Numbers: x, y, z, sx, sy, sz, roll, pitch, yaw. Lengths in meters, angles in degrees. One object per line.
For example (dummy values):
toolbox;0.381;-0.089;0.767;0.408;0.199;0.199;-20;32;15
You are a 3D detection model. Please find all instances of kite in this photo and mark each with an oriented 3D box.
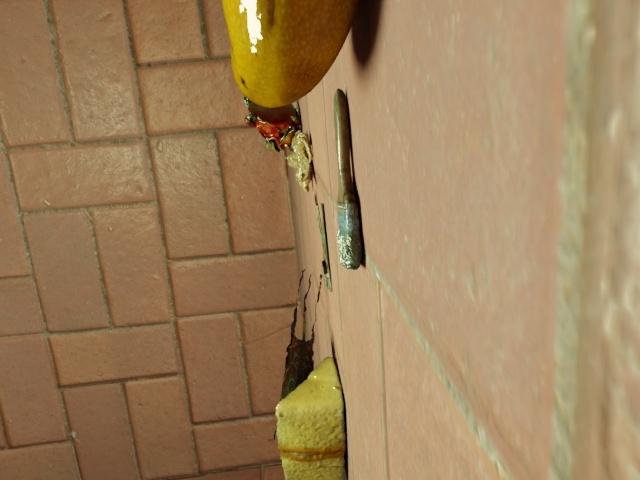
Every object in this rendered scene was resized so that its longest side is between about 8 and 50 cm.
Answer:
kite;0.002;0.000;1.074;0.229;0.012;0.249;92;173;-53
kite;-0.035;0.197;1.107;0.152;0.015;0.285;37;-122;-62

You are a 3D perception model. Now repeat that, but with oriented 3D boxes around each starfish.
starfish;-0.045;-0.169;1.173;0.209;0.053;0.150;-105;5;-52

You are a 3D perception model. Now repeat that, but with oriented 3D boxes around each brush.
brush;0.026;-0.066;0.594;0.070;0.021;0.196;-143;48;-82

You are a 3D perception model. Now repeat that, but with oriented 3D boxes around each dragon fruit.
dragon fruit;-0.115;-0.292;1.375;0.142;0.139;0.174;39;152;51

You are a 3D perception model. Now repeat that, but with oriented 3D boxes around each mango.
mango;-0.025;-0.236;0.416;0.177;0.120;0.294;-112;13;-47

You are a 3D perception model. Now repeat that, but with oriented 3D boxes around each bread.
bread;-0.003;0.377;1.071;0.142;0.178;0.265;31;138;43
